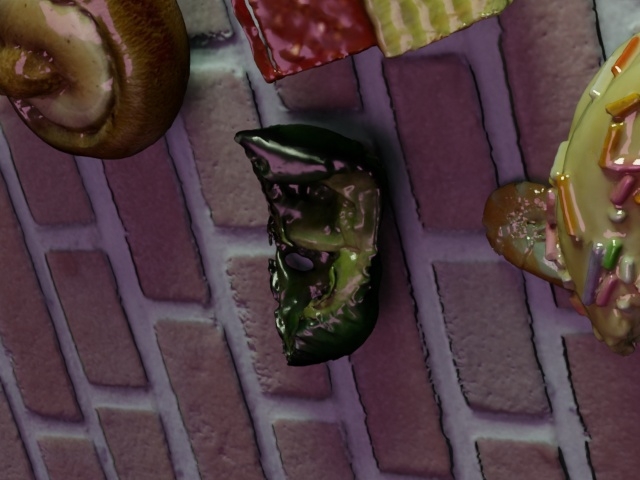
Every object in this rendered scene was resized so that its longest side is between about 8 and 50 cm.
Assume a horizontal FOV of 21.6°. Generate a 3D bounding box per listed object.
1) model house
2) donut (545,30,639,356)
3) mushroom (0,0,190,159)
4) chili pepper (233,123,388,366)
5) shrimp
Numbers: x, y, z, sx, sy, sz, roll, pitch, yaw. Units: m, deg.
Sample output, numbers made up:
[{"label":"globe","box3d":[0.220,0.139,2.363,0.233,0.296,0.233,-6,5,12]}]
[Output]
[{"label":"model house","box3d":[0.049,-0.261,1.425,0.254,0.160,0.196,-10,110,36]},{"label":"donut","box3d":[0.356,-0.039,1.352,0.371,0.150,0.307,2,113,30]},{"label":"mushroom","box3d":[-0.240,-0.200,1.654,0.253,0.153,0.253,18,134,20]},{"label":"chili pepper","box3d":[0.002,-0.001,1.655,0.148,0.116,0.265,8,122,17]},{"label":"shrimp","box3d":[0.228,0.013,1.544,0.184,0.043,0.091,37,127,11]}]
